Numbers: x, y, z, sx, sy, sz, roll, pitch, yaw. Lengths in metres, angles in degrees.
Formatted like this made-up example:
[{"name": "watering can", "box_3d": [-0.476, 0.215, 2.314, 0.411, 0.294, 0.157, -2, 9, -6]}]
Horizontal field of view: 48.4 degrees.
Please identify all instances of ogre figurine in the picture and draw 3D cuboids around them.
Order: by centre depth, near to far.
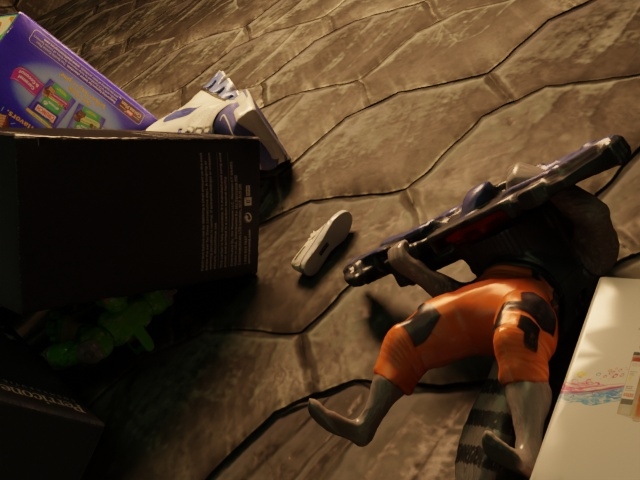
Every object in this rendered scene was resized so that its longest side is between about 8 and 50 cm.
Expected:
[{"name": "ogre figurine", "box_3d": [-0.254, 0.098, 0.884, 0.197, 0.097, 0.118, -17, 8, -41]}]

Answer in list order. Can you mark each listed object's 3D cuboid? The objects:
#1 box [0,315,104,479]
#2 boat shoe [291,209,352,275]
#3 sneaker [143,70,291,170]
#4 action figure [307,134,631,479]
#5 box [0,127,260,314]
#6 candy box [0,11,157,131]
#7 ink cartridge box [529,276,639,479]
[{"name": "box", "box_3d": [-0.464, 0.168, 0.726, 0.395, 0.293, 0.212, 22, 83, 47]}, {"name": "boat shoe", "box_3d": [0.000, 0.000, 0.871, 0.035, 0.035, 0.100, 17, 63, 42]}, {"name": "sneaker", "box_3d": [-0.172, -0.149, 1.109, 0.182, 0.127, 0.315, -37, 29, -4]}, {"name": "action figure", "box_3d": [0.137, 0.064, 0.643, 0.330, 0.178, 0.341, -46, 11, -32]}, {"name": "box", "box_3d": [-0.302, -0.050, 0.890, 0.343, 0.179, 0.312, 11, 12, 43]}, {"name": "candy box", "box_3d": [-0.445, -0.130, 1.074, 0.122, 0.268, 0.317, 11, 68, 46]}, {"name": "ink cartridge box", "box_3d": [0.233, 0.133, 0.465, 0.127, 0.128, 0.176, 5, 49, 39]}]
